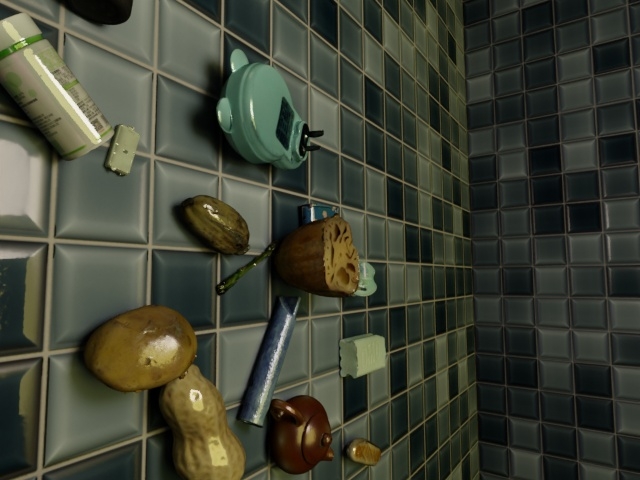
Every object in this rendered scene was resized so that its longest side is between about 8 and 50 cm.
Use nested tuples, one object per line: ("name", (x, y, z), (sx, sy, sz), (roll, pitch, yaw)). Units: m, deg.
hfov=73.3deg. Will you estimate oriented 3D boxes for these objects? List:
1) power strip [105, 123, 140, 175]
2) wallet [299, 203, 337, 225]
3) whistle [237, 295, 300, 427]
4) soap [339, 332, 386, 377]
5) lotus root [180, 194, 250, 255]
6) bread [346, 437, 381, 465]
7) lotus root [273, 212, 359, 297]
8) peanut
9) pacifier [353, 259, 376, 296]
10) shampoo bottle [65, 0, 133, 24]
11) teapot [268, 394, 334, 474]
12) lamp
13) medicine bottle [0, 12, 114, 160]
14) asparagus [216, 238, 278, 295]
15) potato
("power strip", (-0.340, -0.156, 0.740), (0.040, 0.016, 0.090), (30, 62, -50))
("wallet", (0.001, 0.000, 1.193), (0.141, 0.059, 0.202), (1, 86, -58))
("whistle", (-0.111, 0.270, 1.001), (0.062, 0.062, 0.304), (47, 50, -43))
("soap", (0.135, 0.358, 1.354), (0.198, 0.063, 0.115), (6, 80, -56))
("lotus root", (-0.206, -0.032, 0.869), (0.179, 0.089, 0.081), (47, 13, -40))
("bread", (0.130, 0.651, 1.329), (0.214, 0.053, 0.073), (45, 56, -48))
("lotus root", (-0.012, 0.047, 1.063), (0.199, 0.179, 0.188), (25, 61, -53))
("peanut", (-0.220, 0.351, 0.785), (0.123, 0.123, 0.257), (-39, 116, -50))
("pacifier", (0.106, 0.126, 1.323), (0.150, 0.126, 0.117), (-98, -162, -45))
("shampoo bottle", (-0.342, -0.502, 0.694), (0.101, 0.101, 0.284), (17, 73, -54))
("teapot", (-0.040, 0.453, 1.026), (0.252, 0.135, 0.178), (62, 37, -33))
("lamp", (-0.120, -0.264, 0.959), (0.284, 0.147, 0.210), (27, 67, -43))
("medicine bottle", (-0.388, -0.212, 0.613), (0.183, 0.086, 0.086), (62, 41, -31))
("asparagus", (-0.158, 0.054, 0.989), (0.233, 0.023, 0.022), (-44, 167, -48))
("potato", (-0.282, 0.174, 0.700), (0.176, 0.137, 0.137), (-2, 89, -59))
